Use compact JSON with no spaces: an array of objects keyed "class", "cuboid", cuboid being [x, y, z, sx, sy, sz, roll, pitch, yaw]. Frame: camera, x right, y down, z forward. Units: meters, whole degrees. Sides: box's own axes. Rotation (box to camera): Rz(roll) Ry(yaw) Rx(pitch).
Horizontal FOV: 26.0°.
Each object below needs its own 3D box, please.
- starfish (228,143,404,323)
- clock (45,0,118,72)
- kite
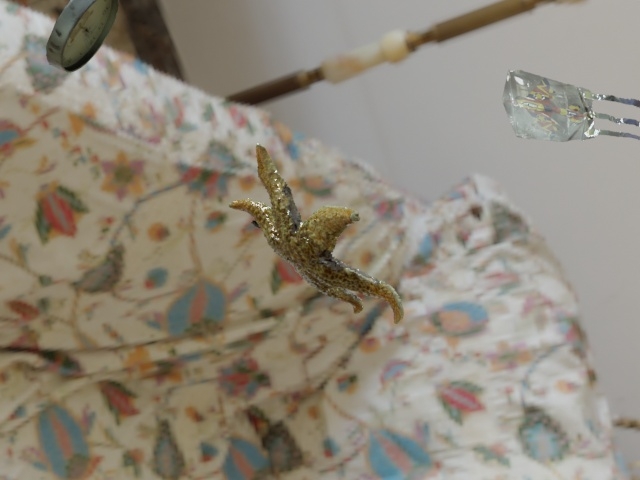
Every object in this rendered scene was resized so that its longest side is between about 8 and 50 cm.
[{"class":"starfish","cuboid":[0.000,0.000,1.280,0.208,0.176,0.053,43,61,1]},{"class":"clock","cuboid":[-0.205,-0.183,1.200,0.017,0.085,0.085,34,35,8]},{"class":"kite","cuboid":[0.372,-0.178,1.940,0.015,0.245,0.141,105,-10,-51]}]
